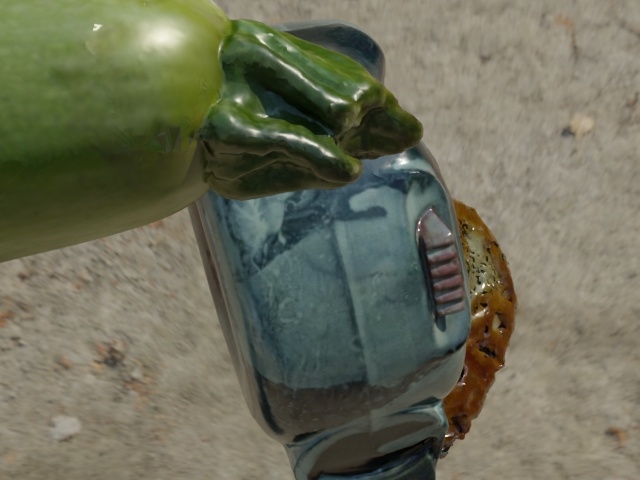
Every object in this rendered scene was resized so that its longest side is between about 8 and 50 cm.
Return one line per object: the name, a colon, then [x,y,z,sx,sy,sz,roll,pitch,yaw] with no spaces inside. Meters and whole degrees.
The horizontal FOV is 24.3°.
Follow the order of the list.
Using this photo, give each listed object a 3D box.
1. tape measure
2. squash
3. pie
tape measure: [0.000,0.000,0.917,0.147,0.275,0.256,-15,41,-8]
squash: [-0.078,-0.028,0.342,0.200,0.075,0.090,-8,102,-5]
pie: [0.072,0.068,1.439,0.308,0.085,0.308,7,78,-34]
